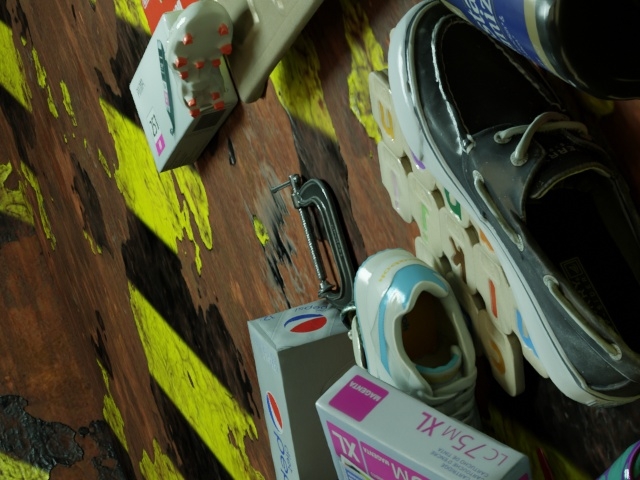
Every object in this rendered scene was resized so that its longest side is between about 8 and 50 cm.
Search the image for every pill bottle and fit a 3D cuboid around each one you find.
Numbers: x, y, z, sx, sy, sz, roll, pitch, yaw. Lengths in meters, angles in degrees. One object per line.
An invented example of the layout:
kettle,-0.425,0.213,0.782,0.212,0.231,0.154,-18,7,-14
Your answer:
pill bottle,0.128,-0.171,0.862,0.219,0.122,0.123,-135,33,-55

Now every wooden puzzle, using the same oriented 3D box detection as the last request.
wooden puzzle,-0.068,-0.325,1.387,0.348,0.080,0.322,134,118,-75

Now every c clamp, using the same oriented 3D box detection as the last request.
c clamp,0.000,0.000,1.556,0.137,0.022,0.161,-37,69,65

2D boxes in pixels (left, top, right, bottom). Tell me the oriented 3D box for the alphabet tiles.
alphabet tiles,0.113,-0.021,1.179,0.284,0.021,0.278,-129,22,-49

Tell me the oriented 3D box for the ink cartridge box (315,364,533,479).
ink cartridge box,0.108,0.263,1.250,0.186,0.065,0.311,25,145,41

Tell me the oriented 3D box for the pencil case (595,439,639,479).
pencil case,0.214,0.183,1.014,0.152,0.064,0.070,107,158,-60

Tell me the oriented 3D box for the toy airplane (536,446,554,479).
toy airplane,0.200,0.233,1.157,0.151,0.028,0.151,55,156,40

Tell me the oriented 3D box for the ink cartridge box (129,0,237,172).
ink cartridge box,-0.190,-0.233,1.840,0.275,0.060,0.239,141,110,-71

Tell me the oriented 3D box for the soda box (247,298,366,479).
soda box,0.002,0.213,1.604,0.091,0.098,0.286,-140,38,-61

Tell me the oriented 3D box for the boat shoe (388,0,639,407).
boat shoe,0.142,-0.038,0.966,0.301,0.108,0.102,66,161,13

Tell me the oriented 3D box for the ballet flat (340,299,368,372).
ballet flat,0.073,0.126,1.378,0.070,0.070,0.188,96,151,-49

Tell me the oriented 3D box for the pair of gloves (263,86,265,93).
pair of gloves,-0.079,-0.198,1.621,0.083,0.010,0.074,58,155,31

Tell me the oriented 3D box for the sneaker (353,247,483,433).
sneaker,0.091,0.123,1.255,0.092,0.087,0.229,34,145,66

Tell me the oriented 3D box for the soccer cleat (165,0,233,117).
soccer cleat,-0.125,-0.191,1.469,0.196,0.068,0.076,102,151,-69
